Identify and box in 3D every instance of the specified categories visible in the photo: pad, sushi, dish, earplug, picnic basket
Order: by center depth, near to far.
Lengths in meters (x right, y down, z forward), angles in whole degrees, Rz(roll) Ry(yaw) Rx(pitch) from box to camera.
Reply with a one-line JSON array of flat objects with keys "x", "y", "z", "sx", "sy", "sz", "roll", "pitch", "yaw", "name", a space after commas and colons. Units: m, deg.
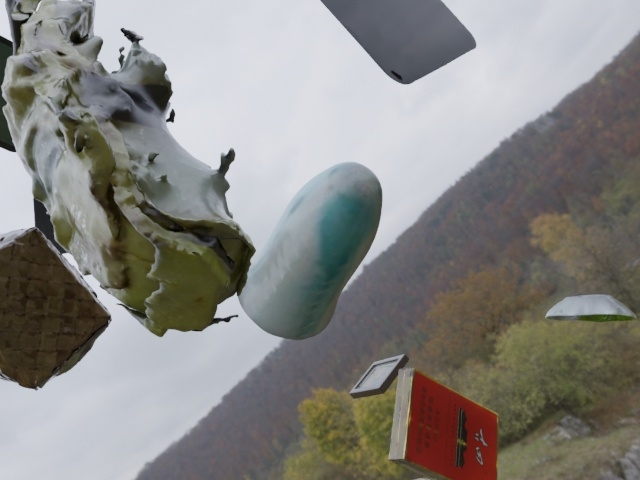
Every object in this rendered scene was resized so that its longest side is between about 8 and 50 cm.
[{"x": -0.138, "y": -0.072, "z": 0.386, "sx": 0.131, "sy": 0.291, "sz": 0.139, "roll": -14, "pitch": -34, "yaw": -31, "name": "sushi"}, {"x": 0.000, "y": 0.000, "z": 0.886, "sx": 0.185, "sy": 0.185, "sz": 0.324, "roll": -30, "pitch": -19, "yaw": -41, "name": "earplug"}, {"x": 0.433, "y": 0.108, "z": 0.912, "sx": 0.137, "sy": 0.039, "sz": 0.091, "roll": -8, "pitch": -18, "yaw": 45, "name": "dish"}, {"x": 0.126, "y": -0.441, "z": 1.107, "sx": 0.375, "sy": 0.315, "sz": 0.063, "roll": -36, "pitch": -4, "yaw": -44, "name": "pad"}, {"x": -0.670, "y": 0.150, "z": 1.227, "sx": 0.293, "sy": 0.337, "sz": 0.337, "roll": -49, "pitch": -5, "yaw": -39, "name": "picnic basket"}, {"x": -0.643, "y": -0.046, "z": 1.416, "sx": 0.142, "sy": 0.211, "sz": 0.003, "roll": -9, "pitch": -39, "yaw": -19, "name": "pad"}]

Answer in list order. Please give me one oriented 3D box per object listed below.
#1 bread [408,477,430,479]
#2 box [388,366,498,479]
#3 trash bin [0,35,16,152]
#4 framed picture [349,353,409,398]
[{"x": 0.205, "y": 0.528, "z": 0.960, "sx": 0.339, "sy": 0.195, "sz": 0.179, "roll": -6, "pitch": 23, "yaw": 37, "name": "bread"}, {"x": 0.125, "y": 0.193, "z": 0.557, "sx": 0.023, "sy": 0.133, "sz": 0.090, "roll": -29, "pitch": 37, "yaw": 47, "name": "box"}, {"x": -0.751, "y": -0.354, "z": 1.376, "sx": 0.223, "sy": 0.158, "sz": 0.343, "roll": -65, "pitch": 26, "yaw": 2, "name": "trash bin"}, {"x": 0.160, "y": 0.377, "z": 1.554, "sx": 0.128, "sy": 0.023, "sz": 0.168, "roll": -45, "pitch": 4, "yaw": -32, "name": "framed picture"}]
